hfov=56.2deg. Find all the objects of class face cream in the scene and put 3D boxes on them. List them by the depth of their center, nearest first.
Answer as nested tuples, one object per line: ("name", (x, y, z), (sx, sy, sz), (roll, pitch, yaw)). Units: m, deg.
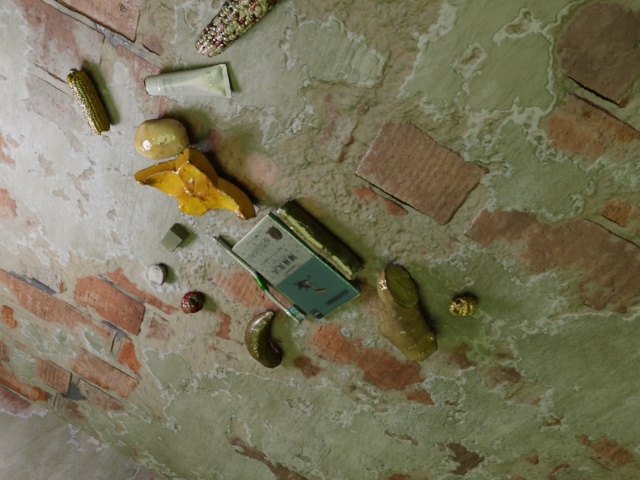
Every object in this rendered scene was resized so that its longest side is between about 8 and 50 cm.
("face cream", (-0.362, -0.429, 1.640), (0.243, 0.058, 0.092), (1, 121, 16))

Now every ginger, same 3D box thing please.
("ginger", (0.247, 0.224, 1.821), (0.190, 0.126, 0.354), (4, 124, 34))

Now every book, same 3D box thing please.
("book", (-0.080, 0.090, 1.904), (0.379, 0.031, 0.264), (41, 139, -9))

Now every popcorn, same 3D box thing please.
("popcorn", (0.414, 0.193, 1.750), (0.082, 0.083, 0.057), (-7, 96, 53))

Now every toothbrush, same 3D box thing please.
("toothbrush", (-0.208, 0.134, 2.002), (0.418, 0.042, 0.040), (43, 100, -12))

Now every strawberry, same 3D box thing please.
("strawberry", (-0.470, 0.230, 2.169), (0.096, 0.083, 0.083), (-20, 115, 44))

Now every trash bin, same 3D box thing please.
("trash bin", (-0.494, -0.008, 2.024), (0.061, 0.043, 0.092), (41, 134, -10))

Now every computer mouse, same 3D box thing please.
("computer mouse", (-0.586, 0.121, 2.162), (0.066, 0.039, 0.096), (23, 123, 6))

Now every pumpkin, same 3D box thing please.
("pumpkin", (-0.371, -0.151, 1.803), (0.258, 0.095, 0.290), (-15, 134, 36))

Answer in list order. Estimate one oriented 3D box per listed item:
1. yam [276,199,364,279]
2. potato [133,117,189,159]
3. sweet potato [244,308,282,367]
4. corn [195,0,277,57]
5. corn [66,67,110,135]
("yam", (0.000, 0.000, 1.790), (0.317, 0.067, 0.071), (42, 93, -7))
("potato", (-0.463, -0.297, 1.746), (0.178, 0.109, 0.118), (-4, 103, 21))
("sweet potato", (-0.208, 0.359, 2.139), (0.124, 0.098, 0.310), (-4, 124, 0))
("corn", (-0.208, -0.538, 1.462), (0.280, 0.092, 0.092), (-31, 108, 39))
("corn", (-0.689, -0.412, 1.785), (0.068, 0.068, 0.207), (-2, 123, 25))
